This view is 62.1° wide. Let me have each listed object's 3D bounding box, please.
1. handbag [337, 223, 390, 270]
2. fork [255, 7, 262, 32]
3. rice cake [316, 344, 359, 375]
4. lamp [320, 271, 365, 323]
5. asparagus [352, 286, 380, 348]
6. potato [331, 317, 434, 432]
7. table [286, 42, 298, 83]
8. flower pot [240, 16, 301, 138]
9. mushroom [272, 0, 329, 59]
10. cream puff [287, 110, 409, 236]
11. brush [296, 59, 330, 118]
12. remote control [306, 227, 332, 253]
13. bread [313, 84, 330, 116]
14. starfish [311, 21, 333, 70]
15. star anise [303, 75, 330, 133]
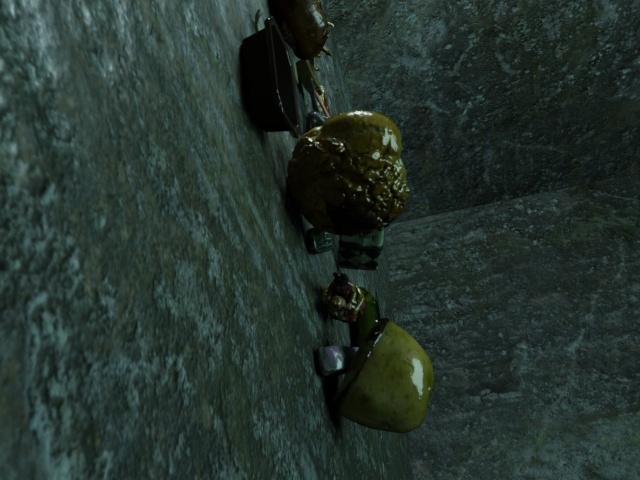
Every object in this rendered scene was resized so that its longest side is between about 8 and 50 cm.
[{"bbox_3d":[0.161,-0.146,1.842,0.317,0.180,0.416,-76,173,-65],"label":"handbag"},{"bbox_3d":[-0.138,-0.516,1.401,0.219,0.028,0.034,65,9,-64],"label":"fork"},{"bbox_3d":[0.061,0.319,1.423,0.399,0.064,0.070,42,28,-72],"label":"rice cake"},{"bbox_3d":[0.059,0.161,1.438,0.253,0.118,0.119,65,16,-74],"label":"lamp"},{"bbox_3d":[0.160,0.284,1.861,0.382,0.108,0.128,-93,165,-44],"label":"asparagus"},{"bbox_3d":[0.179,0.361,1.350,0.285,0.242,0.243,-50,132,-45],"label":"potato"},{"bbox_3d":[-0.102,-0.457,1.400,0.083,0.062,0.079,50,30,-68],"label":"table"},{"bbox_3d":[-0.115,-0.351,1.178,0.179,0.084,0.251,51,30,-68],"label":"flower pot"},{"bbox_3d":[-0.063,-0.685,1.632,0.253,0.153,0.253,-20,90,-85],"label":"mushroom"},{"bbox_3d":[0.079,-0.144,1.320,0.343,0.326,0.231,134,-39,-52],"label":"cream puff"},{"bbox_3d":[-0.014,-0.485,1.781,0.234,0.047,0.103,66,10,10],"label":"brush"},{"bbox_3d":[0.000,0.000,1.502,0.222,0.042,0.072,-4,82,-78],"label":"remote control"},{"bbox_3d":[0.006,-0.491,2.008,0.136,0.054,0.154,60,27,-54],"label":"bread"},{"bbox_3d":[-0.005,-0.784,2.145,0.146,0.074,0.190,-37,139,-62],"label":"starfish"},{"bbox_3d":[0.022,-0.295,1.658,0.316,0.139,0.360,-102,178,-52],"label":"star anise"}]
